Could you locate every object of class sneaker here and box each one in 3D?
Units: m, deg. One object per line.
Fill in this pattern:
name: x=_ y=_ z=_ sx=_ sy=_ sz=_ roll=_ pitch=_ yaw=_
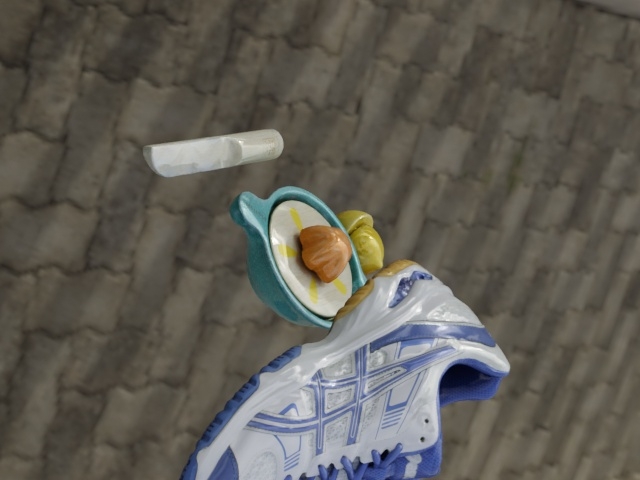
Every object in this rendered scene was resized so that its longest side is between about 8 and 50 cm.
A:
sneaker: x=0.021 y=0.135 z=1.088 sx=0.296 sy=0.131 sz=0.112 roll=-41 pitch=162 yaw=-29

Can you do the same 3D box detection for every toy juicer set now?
toy juicer set: x=0.000 y=0.000 z=1.364 sx=0.329 sy=0.089 sz=0.209 roll=55 pitch=33 yaw=-12
